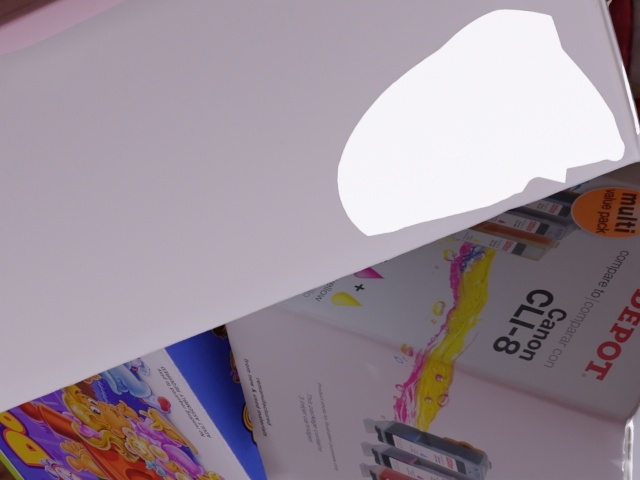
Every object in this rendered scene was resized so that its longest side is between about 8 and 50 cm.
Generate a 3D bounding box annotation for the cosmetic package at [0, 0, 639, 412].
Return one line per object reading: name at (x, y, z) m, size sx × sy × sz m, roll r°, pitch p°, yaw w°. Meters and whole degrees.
cosmetic package at (-0.108, -0.067, 0.412) m, size 0.365 × 0.197 × 0.155 m, roll -20°, pitch 140°, yaw 11°

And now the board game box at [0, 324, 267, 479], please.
board game box at (-0.099, 0.079, 0.667) m, size 0.233 × 0.078 × 0.347 m, roll 1°, pitch 131°, yaw 43°

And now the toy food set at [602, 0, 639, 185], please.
toy food set at (0.131, -0.026, 0.582) m, size 0.104 × 0.111 × 0.232 m, roll 3°, pitch 140°, yaw 8°

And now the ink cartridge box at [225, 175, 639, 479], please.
ink cartridge box at (0.072, 0.049, 0.521) m, size 0.176 × 0.128 × 0.127 m, roll 17°, pitch 135°, yaw 30°
